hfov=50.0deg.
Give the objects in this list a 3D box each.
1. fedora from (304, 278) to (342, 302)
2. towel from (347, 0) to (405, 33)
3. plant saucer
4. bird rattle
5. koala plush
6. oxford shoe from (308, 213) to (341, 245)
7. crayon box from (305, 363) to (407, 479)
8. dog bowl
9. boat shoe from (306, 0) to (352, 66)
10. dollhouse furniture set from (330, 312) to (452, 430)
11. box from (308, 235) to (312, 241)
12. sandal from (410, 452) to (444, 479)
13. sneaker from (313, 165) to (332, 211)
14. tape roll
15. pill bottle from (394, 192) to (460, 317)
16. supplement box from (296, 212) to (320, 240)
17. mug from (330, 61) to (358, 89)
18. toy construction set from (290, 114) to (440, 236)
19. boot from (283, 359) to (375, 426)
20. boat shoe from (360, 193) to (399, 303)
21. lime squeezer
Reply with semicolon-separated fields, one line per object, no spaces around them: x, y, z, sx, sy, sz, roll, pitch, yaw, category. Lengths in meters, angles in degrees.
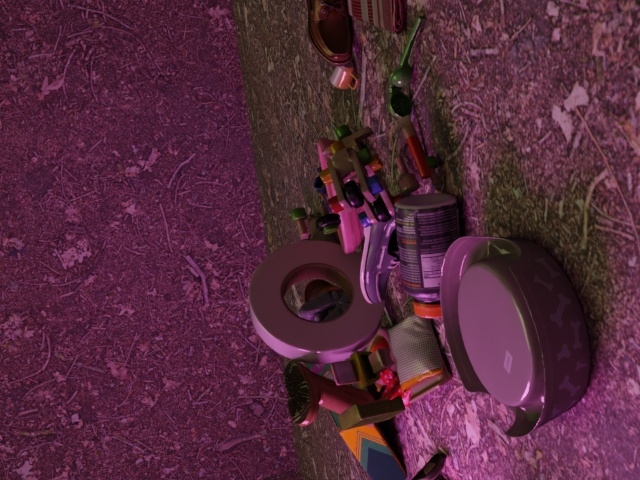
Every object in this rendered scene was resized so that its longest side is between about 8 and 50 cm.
0.031;0.208;2.361;0.079;0.194;0.194;-29;68;37;fedora
0.115;-0.613;1.563;0.329;0.037;0.237;-123;24;-61;towel
0.068;-0.132;1.931;0.332;0.084;0.332;167;90;-88;plant saucer
0.172;0.347;1.931;0.253;0.143;0.207;180;95;-73;bird rattle
0.076;0.284;2.228;0.196;0.203;0.221;48;169;50;koala plush
0.000;0.000;2.315;0.348;0.130;0.123;-131;32;-64;oxford shoe
0.105;0.561;2.164;0.313;0.106;0.363;59;177;-30;crayon box
0.326;0.153;1.177;0.349;0.102;0.349;168;90;-77;dog bowl
0.016;-0.606;1.804;0.104;0.110;0.307;108;148;-66;boat shoe
0.157;0.318;1.694;0.301;0.151;0.197;-47;53;47;dollhouse furniture set
-0.006;0.024;2.506;0.052;0.062;0.083;94;160;-44;box
0.282;0.649;1.795;0.086;0.120;0.303;40;150;24;sandal
0.018;-0.173;2.198;0.221;0.087;0.083;95;160;-49;sneaker
-0.011;0.166;1.954;0.072;0.392;0.392;96;158;-51;tape roll
0.227;0.034;1.421;0.130;0.130;0.246;-141;42;-69;pill bottle
-0.039;-0.051;2.532;0.083;0.083;0.056;101;153;-55;supplement box
0.071;-0.451;1.853;0.064;0.078;0.062;112;178;-51;mug
0.098;-0.178;1.499;0.309;0.257;0.237;-31;70;42;toy construction set
0.041;0.438;1.826;0.089;0.269;0.236;-52;25;19;boot
0.165;0.032;1.716;0.116;0.099;0.319;-48;-35;-52;boat shoe
0.183;-0.322;1.473;0.110;0.059;0.310;-128;31;-63;lime squeezer
